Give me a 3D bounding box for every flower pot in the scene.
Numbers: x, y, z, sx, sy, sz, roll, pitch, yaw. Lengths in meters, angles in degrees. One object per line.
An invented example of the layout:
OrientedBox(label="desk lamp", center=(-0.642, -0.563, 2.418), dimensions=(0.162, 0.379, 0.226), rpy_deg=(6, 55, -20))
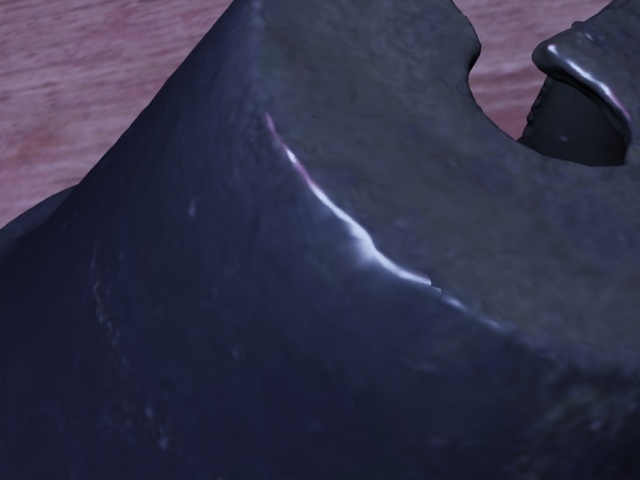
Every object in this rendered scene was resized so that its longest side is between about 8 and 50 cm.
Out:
OrientedBox(label="flower pot", center=(0.039, 0.043, 0.493), dimensions=(0.379, 0.251, 0.379), rpy_deg=(15, 45, -16))
